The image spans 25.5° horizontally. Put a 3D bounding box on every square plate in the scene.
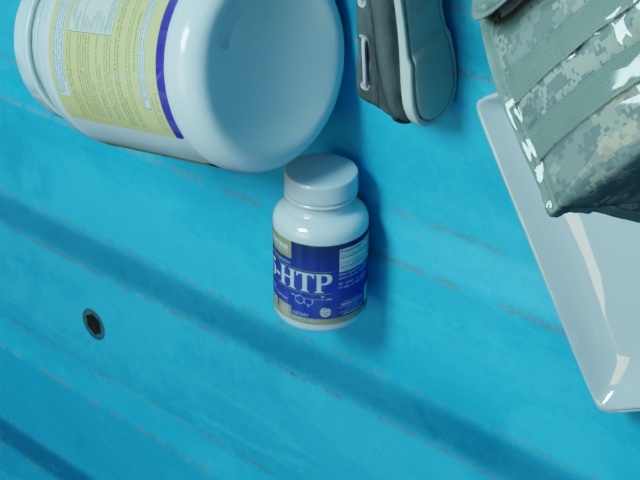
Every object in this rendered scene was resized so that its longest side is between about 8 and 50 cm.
[{"bbox_3d":[0.333,-0.013,1.295,0.344,0.049,0.347,-14,102,51],"label":"square plate"}]

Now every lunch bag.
[{"bbox_3d":[0.251,-0.195,1.125,0.235,0.169,0.287,-36,62,39],"label":"lunch bag"}]

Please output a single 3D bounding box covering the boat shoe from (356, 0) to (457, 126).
[{"bbox_3d":[0.067,-0.268,1.386,0.095,0.112,0.335,19,129,35],"label":"boat shoe"}]

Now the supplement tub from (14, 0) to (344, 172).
[{"bbox_3d":[-0.163,-0.213,1.572,0.331,0.241,0.241,14,123,43],"label":"supplement tub"}]

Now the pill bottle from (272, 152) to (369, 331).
[{"bbox_3d":[0.000,0.000,1.624,0.112,0.112,0.187,26,130,36],"label":"pill bottle"}]
